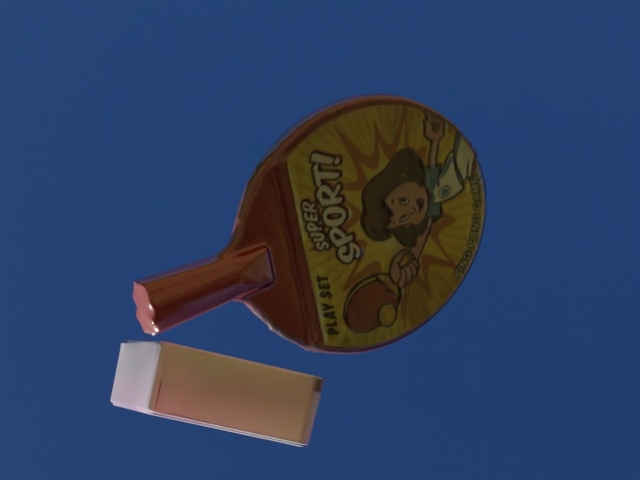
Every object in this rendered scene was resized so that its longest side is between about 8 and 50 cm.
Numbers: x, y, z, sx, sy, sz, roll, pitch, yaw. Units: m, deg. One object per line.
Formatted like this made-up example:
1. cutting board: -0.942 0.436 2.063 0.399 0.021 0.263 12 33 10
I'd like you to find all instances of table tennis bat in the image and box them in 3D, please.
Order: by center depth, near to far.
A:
1. table tennis bat: 0.000 0.000 1.545 0.415 0.268 0.051 -20 -160 -27

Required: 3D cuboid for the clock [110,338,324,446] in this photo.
1. clock: -0.094 0.132 1.329 0.150 0.197 0.063 14 -97 -16
